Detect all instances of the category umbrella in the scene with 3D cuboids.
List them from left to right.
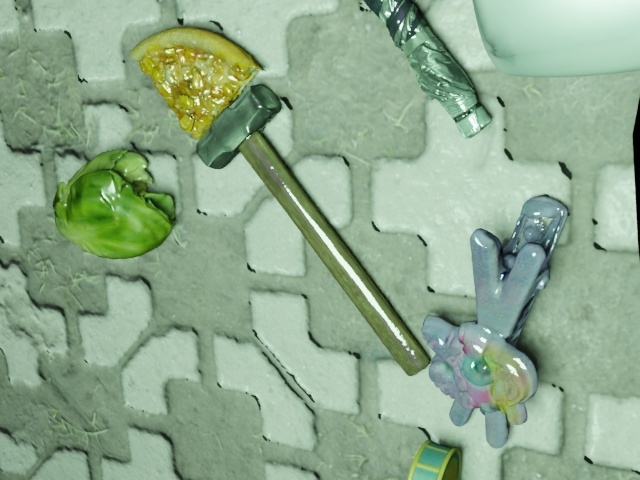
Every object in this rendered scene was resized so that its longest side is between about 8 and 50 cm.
[{"bbox_3d":[0.100,-0.181,0.783,0.188,0.050,0.046,58,144,2],"label":"umbrella"}]

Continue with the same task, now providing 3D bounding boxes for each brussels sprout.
[{"bbox_3d":[-0.264,-0.033,1.012,0.181,0.100,0.139,-23,113,22],"label":"brussels sprout"}]

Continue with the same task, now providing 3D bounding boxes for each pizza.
[{"bbox_3d":[-0.149,-0.181,0.927,0.178,0.041,0.131,25,118,21],"label":"pizza"}]

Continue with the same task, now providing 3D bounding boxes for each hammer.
[{"bbox_3d":[0.000,0.000,0.902,0.111,0.043,0.365,-39,86,32],"label":"hammer"}]

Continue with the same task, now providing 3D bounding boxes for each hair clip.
[{"bbox_3d":[0.168,0.089,0.806,0.137,0.090,0.278,25,116,30],"label":"hair clip"}]

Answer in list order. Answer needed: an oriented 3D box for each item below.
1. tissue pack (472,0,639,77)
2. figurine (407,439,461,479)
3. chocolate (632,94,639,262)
[{"bbox_3d":[0.225,-0.292,0.569,0.236,0.229,0.333,-5,103,27],"label":"tissue pack"},{"bbox_3d":[0.201,0.317,0.827,0.276,0.161,0.158,13,91,21],"label":"figurine"},{"bbox_3d":[0.347,0.007,0.600,0.186,0.283,0.283,-7,103,15],"label":"chocolate"}]
